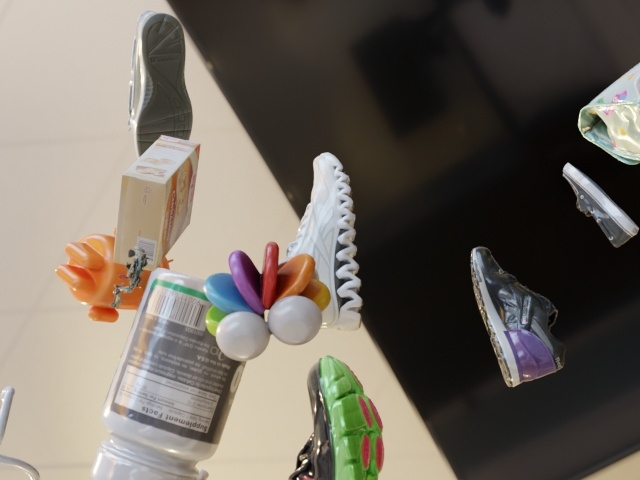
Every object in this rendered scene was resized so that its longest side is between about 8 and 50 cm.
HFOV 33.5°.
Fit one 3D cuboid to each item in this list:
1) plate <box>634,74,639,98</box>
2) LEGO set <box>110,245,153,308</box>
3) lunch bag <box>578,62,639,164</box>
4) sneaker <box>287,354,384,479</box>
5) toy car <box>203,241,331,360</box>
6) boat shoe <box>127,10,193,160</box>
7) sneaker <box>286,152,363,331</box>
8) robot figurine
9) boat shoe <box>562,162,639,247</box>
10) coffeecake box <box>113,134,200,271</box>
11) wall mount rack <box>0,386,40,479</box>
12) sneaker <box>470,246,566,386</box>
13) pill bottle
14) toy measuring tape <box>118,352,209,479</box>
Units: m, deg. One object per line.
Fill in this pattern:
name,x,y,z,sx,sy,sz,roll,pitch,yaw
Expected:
plate,0.526,-0.136,1.145,0.045,0.277,0.278,-13,-109,-55
LEGO set,-0.187,0.036,1.066,0.023,0.083,0.054,18,-118,-16
lunch bag,0.622,-0.259,1.965,0.160,0.223,0.262,52,170,-13
sneaker,-0.004,0.420,1.766,0.185,0.202,0.483,43,-138,-55
toy car,-0.083,0.071,1.490,0.159,0.181,0.136,-97,-11,-60
boat shoe,-0.325,-0.291,2.106,0.103,0.118,0.321,-147,53,-59
sneaker,0.000,0.000,1.674,0.110,0.118,0.292,87,180,-73
robot figurine,-0.354,0.058,1.856,0.219,0.128,0.158,12,-114,-52
boat shoe,0.370,-0.049,1.438,0.049,0.040,0.142,20,-153,-52
coffeecake box,-0.244,-0.060,1.599,0.185,0.068,0.142,-67,-11,-65
wall mount rack,-0.592,0.295,1.572,0.349,0.304,0.131,17,-130,-18
sneaker,0.355,0.126,1.908,0.107,0.124,0.283,71,-177,-55
pill bottle,-0.243,0.243,1.770,0.204,0.361,0.204,19,173,2
toy measuring tape,-0.313,0.365,2.259,0.330,0.121,0.121,55,-167,-5
